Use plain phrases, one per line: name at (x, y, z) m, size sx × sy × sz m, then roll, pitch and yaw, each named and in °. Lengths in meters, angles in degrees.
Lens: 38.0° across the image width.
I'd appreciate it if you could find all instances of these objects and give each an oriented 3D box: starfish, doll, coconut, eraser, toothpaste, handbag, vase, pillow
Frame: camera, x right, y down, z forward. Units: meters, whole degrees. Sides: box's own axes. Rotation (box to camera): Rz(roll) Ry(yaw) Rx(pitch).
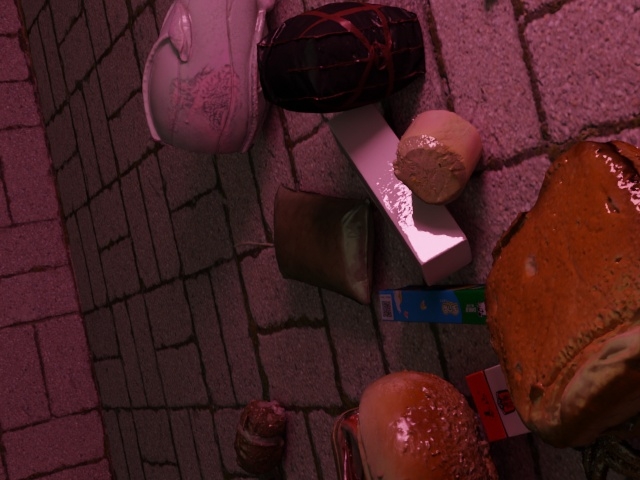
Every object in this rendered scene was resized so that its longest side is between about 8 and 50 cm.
starfish at (0.364, 0.229, 1.093) m, size 0.146 × 0.074 × 0.189 m, roll 59°, pitch 143°, yaw 42°
doll at (-0.128, 0.431, 1.972) m, size 0.105 × 0.115 × 0.221 m, roll 35°, pitch 135°, yaw 38°
coconut at (0.163, -0.119, 1.285) m, size 0.116 × 0.122 × 0.116 m, roll 13°, pitch 127°, yaw 18°
eraser at (0.115, -0.077, 1.386) m, size 0.298 × 0.078 × 0.076 m, roll 60°, pitch 179°, yaw 31°
toothpaste at (0.184, 0.092, 1.362) m, size 0.267 × 0.065 × 0.050 m, roll -6°, pitch 90°, yaw 61°
handbag at (0.032, -0.269, 1.365) m, size 0.169 × 0.215 × 0.155 m, roll 15°, pitch 120°, yaw 52°
vase at (-0.185, -0.386, 1.697) m, size 0.250 × 0.250 × 0.445 m, roll 44°, pitch 131°, yaw 45°
pillow at (0.000, 0.000, 1.638) m, size 0.302 × 0.075 × 0.184 m, roll 15°, pitch 110°, yaw 57°

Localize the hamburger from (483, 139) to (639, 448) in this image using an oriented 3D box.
hamburger at (0.308, 0.057, 1.001) m, size 0.304 × 0.174 × 0.284 m, roll -52°, pitch 41°, yaw 39°

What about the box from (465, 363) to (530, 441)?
box at (0.270, 0.213, 1.269) m, size 0.152 × 0.048 × 0.100 m, roll -37°, pitch 66°, yaw 57°

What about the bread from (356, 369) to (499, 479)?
bread at (0.161, 0.317, 1.305) m, size 0.305 × 0.159 × 0.305 m, roll -22°, pitch -90°, yaw -79°

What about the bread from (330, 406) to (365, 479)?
bread at (0.090, 0.387, 1.536) m, size 0.212 × 0.143 × 0.224 m, roll 150°, pitch 108°, yaw -72°
